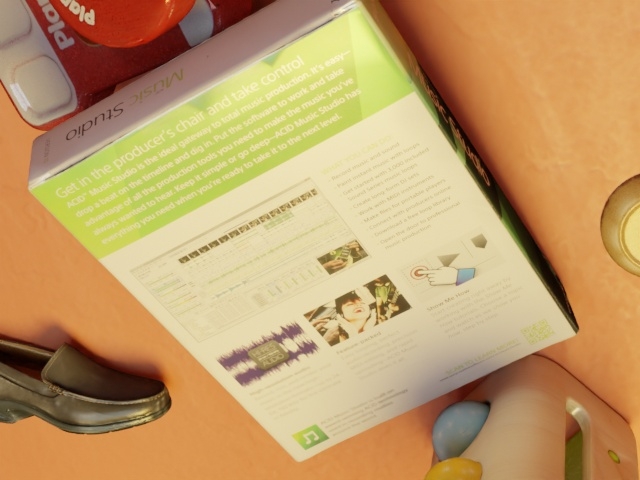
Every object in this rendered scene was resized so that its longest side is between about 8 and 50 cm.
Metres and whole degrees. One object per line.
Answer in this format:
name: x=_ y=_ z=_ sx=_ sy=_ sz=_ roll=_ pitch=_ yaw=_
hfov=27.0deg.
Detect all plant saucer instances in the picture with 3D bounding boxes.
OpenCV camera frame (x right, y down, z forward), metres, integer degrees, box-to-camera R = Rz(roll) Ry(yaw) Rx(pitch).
plant saucer: x=0.235 y=-0.007 z=0.917 sx=0.083 sy=0.015 sz=0.083 roll=5 pitch=116 yaw=10

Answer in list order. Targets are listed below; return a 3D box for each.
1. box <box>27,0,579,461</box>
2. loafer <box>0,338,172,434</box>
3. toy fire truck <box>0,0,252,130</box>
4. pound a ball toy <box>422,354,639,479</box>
box: x=0.000 y=0.000 z=0.873 sx=0.232 sy=0.058 sz=0.322 roll=-27 pitch=130 yaw=15
loafer: x=-0.199 y=0.110 z=1.037 sx=0.170 sy=0.062 sz=0.061 roll=3 pitch=110 yaw=9
toy fire truck: x=-0.176 y=-0.229 z=0.832 sx=0.254 sy=0.169 sz=0.302 roll=-17 pitch=110 yaw=38
pound a ball toy: x=0.096 y=0.233 z=0.887 sx=0.136 sy=0.319 sz=0.208 roll=38 pitch=116 yaw=-6
